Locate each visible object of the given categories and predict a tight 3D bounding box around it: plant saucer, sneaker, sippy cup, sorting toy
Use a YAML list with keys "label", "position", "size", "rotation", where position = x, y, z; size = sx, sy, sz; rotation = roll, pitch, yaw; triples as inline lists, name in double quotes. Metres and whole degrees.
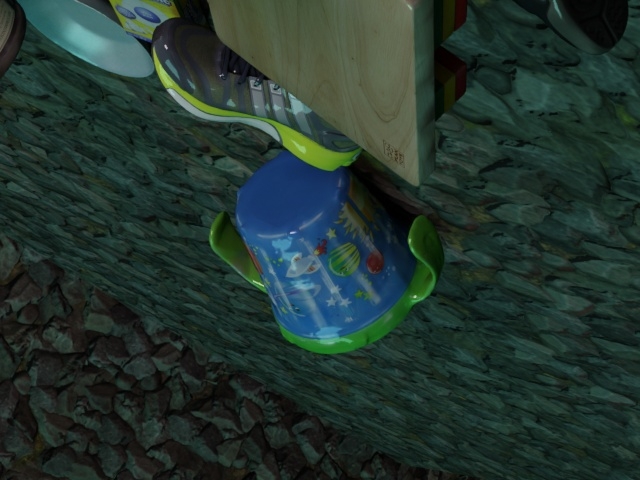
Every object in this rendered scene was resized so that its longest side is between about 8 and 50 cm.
- label: "plant saucer"
  position: [-0.291, -0.276, 1.757]
  size: [0.195, 0.037, 0.195]
  rotation: [24, 165, 7]
- label: "sneaker"
  position: [-0.051, -0.184, 1.569]
  size: [0.300, 0.111, 0.121]
  rotation: [20, 148, -28]
- label: "sippy cup"
  position: [0.000, 0.000, 1.892]
  size: [0.224, 0.306, 0.240]
  rotation: [57, -169, -43]
- label: "sorting toy"
  position: [0.013, -0.207, 1.154]
  size: [0.255, 0.089, 0.257]
  rotation: [38, 161, 22]
- label: "sneaker"
  position: [0.150, -0.236, 1.126]
  size: [0.227, 0.087, 0.130]
  rotation: [37, 163, -25]

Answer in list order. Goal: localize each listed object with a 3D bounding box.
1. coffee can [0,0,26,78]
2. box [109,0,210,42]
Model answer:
- label: "coffee can"
  position: [-0.509, -0.299, 1.616]
  size: [0.202, 0.201, 0.275]
  rotation: [13, 154, 39]
- label: "box"
  position: [-0.193, -0.280, 1.587]
  size: [0.105, 0.043, 0.179]
  rotation: [21, 162, 15]
